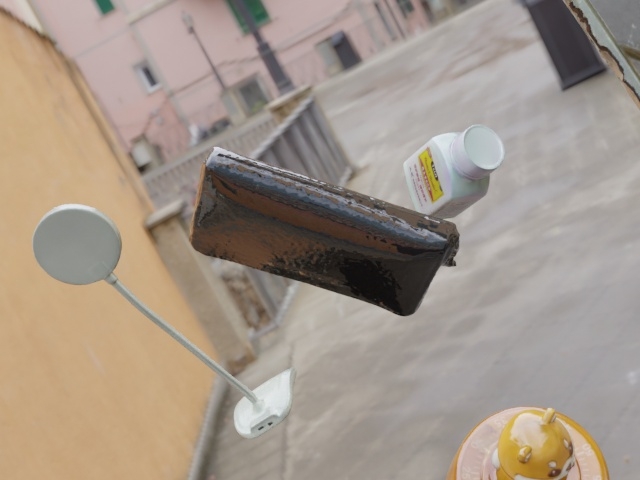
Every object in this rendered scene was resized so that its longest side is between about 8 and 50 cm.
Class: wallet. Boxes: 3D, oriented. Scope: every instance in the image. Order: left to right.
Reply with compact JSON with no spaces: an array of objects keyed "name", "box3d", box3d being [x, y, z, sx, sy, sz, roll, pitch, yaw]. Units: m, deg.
[{"name":"wallet","box3d":[0.000,0.000,1.037,0.149,0.250,0.044,113,174,-53]}]

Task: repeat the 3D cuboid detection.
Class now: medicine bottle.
[{"name":"medicine bottle","box3d":[0.143,-0.075,1.178,0.055,0.074,0.118,-6,-17,-28]}]

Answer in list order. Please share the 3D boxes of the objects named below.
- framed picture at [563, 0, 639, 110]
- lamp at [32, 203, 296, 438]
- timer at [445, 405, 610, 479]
[{"name":"framed picture","box3d":[0.323,-0.110,0.718,0.213,0.289,0.016,-34,-6,12]},{"name":"lamp","box3d":[-0.091,0.045,0.673,0.050,0.198,0.056,-36,24,18]},{"name":"timer","box3d":[0.156,0.168,0.814,0.132,0.132,0.152,-30,-29,-9]}]
